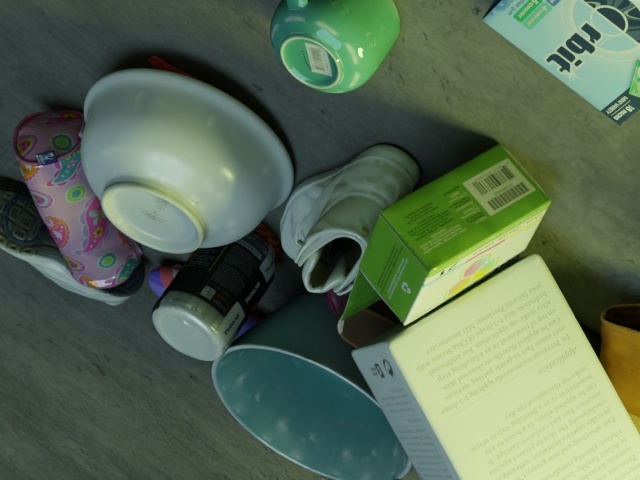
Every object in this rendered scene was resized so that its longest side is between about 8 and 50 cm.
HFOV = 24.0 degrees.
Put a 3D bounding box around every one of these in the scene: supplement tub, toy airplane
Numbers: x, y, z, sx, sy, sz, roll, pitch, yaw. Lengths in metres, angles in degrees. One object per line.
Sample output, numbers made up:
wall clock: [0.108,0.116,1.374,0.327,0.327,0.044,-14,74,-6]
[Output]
supplement tub: [-0.138,0.062,2.071,0.117,0.190,0.117,23,146,16]
toy airplane: [-0.209,-0.188,1.950,0.151,0.028,0.151,17,147,11]

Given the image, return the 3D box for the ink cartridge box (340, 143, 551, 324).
ink cartridge box: [0.142,0.026,1.781,0.097,0.189,0.255,51,153,20]

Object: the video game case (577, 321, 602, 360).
video game case: [0.368,0.228,2.016,0.275,0.035,0.248,35,147,-4]

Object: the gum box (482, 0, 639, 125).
gum box: [0.278,-0.215,1.504,0.184,0.041,0.157,37,147,-6]

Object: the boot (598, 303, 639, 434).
boot: [0.478,0.177,1.806,0.295,0.104,0.211,8,131,19]

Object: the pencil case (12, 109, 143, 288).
pencil case: [-0.342,-0.059,2.149,0.124,0.124,0.284,14,142,26]

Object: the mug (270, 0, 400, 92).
mug: [0.000,-0.234,1.655,0.158,0.097,0.129,39,147,-11]

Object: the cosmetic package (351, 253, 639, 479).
cosmetic package: [0.256,0.271,1.820,0.453,0.230,0.161,62,163,0]

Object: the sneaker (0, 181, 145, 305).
sneaker: [-0.415,0.019,2.326,0.297,0.111,0.129,32,153,1]

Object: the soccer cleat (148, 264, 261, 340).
soccer cleat: [-0.159,0.125,2.259,0.248,0.095,0.083,32,147,0]

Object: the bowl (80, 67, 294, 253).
bowl: [-0.194,-0.076,1.954,0.298,0.134,0.298,17,150,10]

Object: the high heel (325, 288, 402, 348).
high heel: [0.169,0.144,2.017,0.377,0.181,0.127,39,110,-20]

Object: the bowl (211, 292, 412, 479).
bowl: [0.020,0.192,2.136,0.312,0.163,0.311,22,146,16]

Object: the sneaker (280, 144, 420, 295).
sneaker: [0.000,0.000,1.900,0.108,0.169,0.292,36,148,-10]
